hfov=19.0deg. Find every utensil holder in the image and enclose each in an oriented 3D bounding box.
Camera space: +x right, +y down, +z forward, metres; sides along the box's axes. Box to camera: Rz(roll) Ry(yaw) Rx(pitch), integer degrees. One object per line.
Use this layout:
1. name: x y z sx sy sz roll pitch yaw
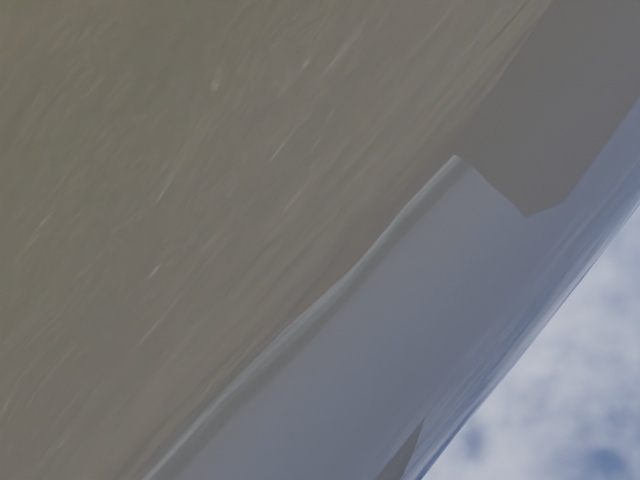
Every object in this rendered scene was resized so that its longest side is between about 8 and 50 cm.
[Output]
1. utensil holder: -0.027 -0.125 0.463 0.327 0.327 0.385 37 -95 -4
